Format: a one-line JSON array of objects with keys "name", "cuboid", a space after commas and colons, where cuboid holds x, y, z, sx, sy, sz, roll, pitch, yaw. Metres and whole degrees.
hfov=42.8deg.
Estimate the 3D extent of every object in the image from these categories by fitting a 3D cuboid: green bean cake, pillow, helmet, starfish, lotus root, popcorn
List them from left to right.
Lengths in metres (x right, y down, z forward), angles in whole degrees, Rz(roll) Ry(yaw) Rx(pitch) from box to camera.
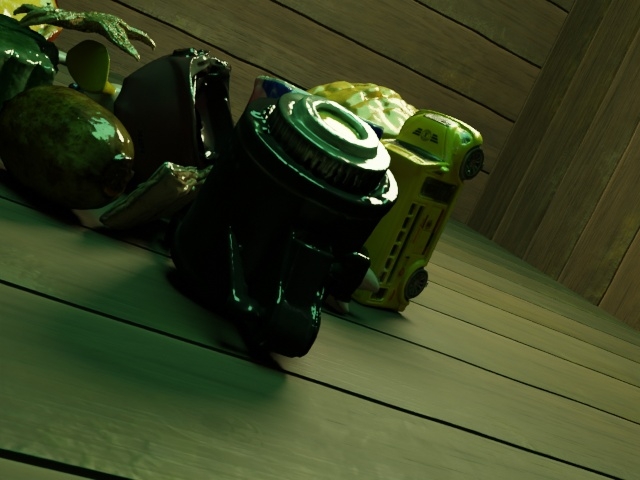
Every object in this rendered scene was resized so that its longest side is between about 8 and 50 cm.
[{"name": "green bean cake", "cuboid": [-0.539, -0.266, 1.287, 0.307, 0.169, 0.300, 30, 12, 26]}, {"name": "lotus root", "cuboid": [-0.345, -0.129, 1.074, 0.260, 0.145, 0.128, 30, 7, 31]}, {"name": "starfish", "cuboid": [-0.403, -0.370, 1.415, 0.277, 0.062, 0.235, 19, 16, 21]}, {"name": "pillow", "cuboid": [-0.217, -0.061, 1.129, 0.043, 0.126, 0.232, 57, 8, -1]}, {"name": "helmet", "cuboid": [-0.256, -0.190, 1.396, 0.197, 0.271, 0.338, -1, 17, 8]}, {"name": "popcorn", "cuboid": [0.068, -0.141, 1.614, 0.390, 0.344, 0.354, 28, 1, -21]}]

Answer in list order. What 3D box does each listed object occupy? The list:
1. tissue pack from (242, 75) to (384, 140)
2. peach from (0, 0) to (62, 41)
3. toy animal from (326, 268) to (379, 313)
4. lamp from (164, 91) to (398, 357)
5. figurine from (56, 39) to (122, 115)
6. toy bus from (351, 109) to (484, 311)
[{"name": "tissue pack", "cuboid": [-0.048, -0.098, 1.299, 0.209, 0.270, 0.137, 20, 5, -17]}, {"name": "peach", "cuboid": [-0.701, -0.488, 1.597, 0.353, 0.339, 0.416, -18, 2, -13]}, {"name": "toy animal", "cuboid": [0.000, -0.001, 1.198, 0.124, 0.213, 0.124, -15, 15, 4]}, {"name": "lamp", "cuboid": [-0.042, -0.042, 0.979, 0.205, 0.272, 0.374, 23, 9, -23]}, {"name": "figurine", "cuboid": [-0.464, -0.253, 1.579, 0.283, 0.205, 0.338, 19, -4, 8]}, {"name": "toy bus", "cuboid": [0.130, -0.057, 1.346, 0.144, 0.330, 0.152, 32, 14, 39]}]
